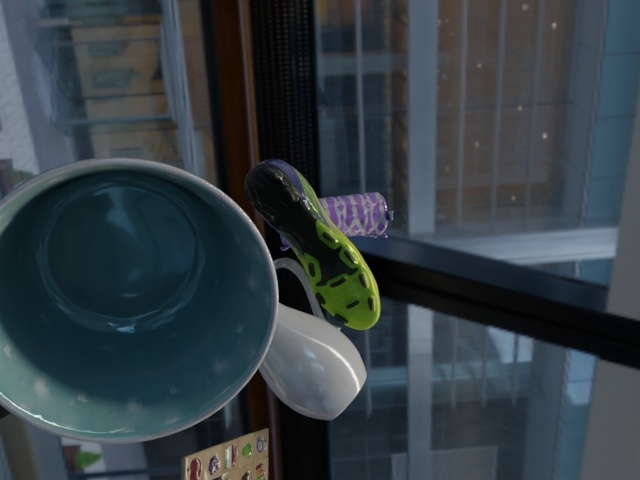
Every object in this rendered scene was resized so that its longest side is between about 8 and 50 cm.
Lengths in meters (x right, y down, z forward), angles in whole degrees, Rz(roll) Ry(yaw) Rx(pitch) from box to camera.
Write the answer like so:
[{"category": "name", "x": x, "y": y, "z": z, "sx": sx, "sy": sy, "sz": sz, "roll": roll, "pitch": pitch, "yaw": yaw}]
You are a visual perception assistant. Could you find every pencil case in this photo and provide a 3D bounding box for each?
[{"category": "pencil case", "x": 0.024, "y": -0.037, "z": 1.471, "sx": 0.086, "sy": 0.206, "sz": 0.088, "roll": -136, "pitch": -138, "yaw": -70}]

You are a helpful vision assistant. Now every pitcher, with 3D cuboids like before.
[{"category": "pitcher", "x": -0.026, "y": 0.135, "z": 1.131, "sx": 0.178, "sy": 0.207, "sz": 0.125, "roll": -50, "pitch": -178, "yaw": -35}]

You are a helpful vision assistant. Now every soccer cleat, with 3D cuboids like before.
[{"category": "soccer cleat", "x": 0.001, "y": -0.001, "z": 1.177, "sx": 0.289, "sy": 0.093, "sz": 0.121, "roll": 53, "pitch": 19, "yaw": 2}]

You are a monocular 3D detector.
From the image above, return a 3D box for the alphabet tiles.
[{"category": "alphabet tiles", "x": -0.120, "y": 0.376, "z": 1.029, "sx": 0.198, "sy": 0.009, "sz": 0.237, "roll": 5, "pitch": 87, "yaw": -64}]

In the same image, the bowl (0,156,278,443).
[{"category": "bowl", "x": -0.209, "y": 0.038, "z": 0.851, "sx": 0.163, "sy": 0.311, "sz": 0.312, "roll": -118, "pitch": -158, "yaw": -63}]

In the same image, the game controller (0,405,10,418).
[{"category": "game controller", "x": -0.614, "y": 0.277, "z": 1.426, "sx": 0.319, "sy": 0.067, "sz": 0.167, "roll": -27, "pitch": 148, "yaw": -52}]
